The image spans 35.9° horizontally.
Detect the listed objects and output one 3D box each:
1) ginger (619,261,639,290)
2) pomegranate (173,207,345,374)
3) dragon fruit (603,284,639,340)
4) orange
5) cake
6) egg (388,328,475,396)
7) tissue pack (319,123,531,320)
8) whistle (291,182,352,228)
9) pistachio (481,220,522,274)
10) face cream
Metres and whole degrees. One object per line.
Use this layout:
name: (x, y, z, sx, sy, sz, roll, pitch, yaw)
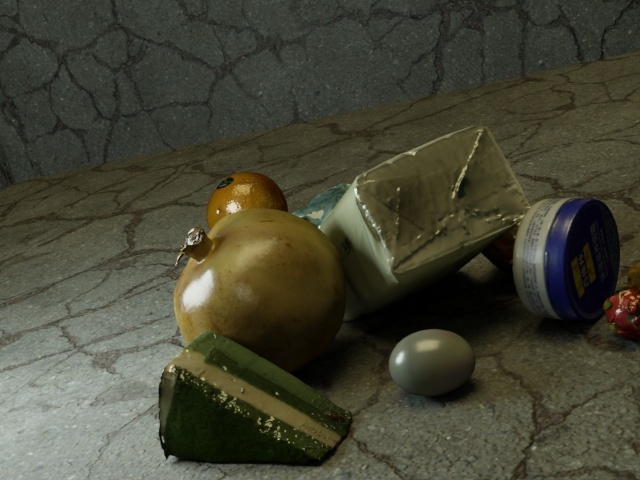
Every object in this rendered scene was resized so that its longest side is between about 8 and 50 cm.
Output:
ginger: (0.677, 0.072, 1.537, 0.375, 0.166, 0.236, -32, 47, 25)
pomegranate: (-0.112, 0.088, 1.713, 0.319, 0.319, 0.319, -14, 18, 5)
dragon fruit: (0.490, 0.112, 1.558, 0.081, 0.086, 0.116, -51, 4, 12)
orange: (-0.185, -0.072, 2.461, 0.206, 0.206, 0.206, -14, 18, 5)
cake: (-0.107, 0.238, 1.520, 0.283, 0.172, 0.158, -2, 24, 29)
egg: (0.173, 0.190, 1.536, 0.135, 0.103, 0.103, -11, 19, 11)
tissue pack: (0.162, -0.020, 1.794, 0.297, 0.207, 0.380, -24, -10, -17)
whistle: (0.134, -0.037, 2.104, 0.405, 0.188, 0.168, -20, 18, -16)
pistachio: (0.387, 0.006, 1.876, 0.165, 0.130, 0.210, -11, 27, 4)
face cream: (0.409, 0.031, 1.652, 0.111, 0.206, 0.206, 1, 24, 41)
